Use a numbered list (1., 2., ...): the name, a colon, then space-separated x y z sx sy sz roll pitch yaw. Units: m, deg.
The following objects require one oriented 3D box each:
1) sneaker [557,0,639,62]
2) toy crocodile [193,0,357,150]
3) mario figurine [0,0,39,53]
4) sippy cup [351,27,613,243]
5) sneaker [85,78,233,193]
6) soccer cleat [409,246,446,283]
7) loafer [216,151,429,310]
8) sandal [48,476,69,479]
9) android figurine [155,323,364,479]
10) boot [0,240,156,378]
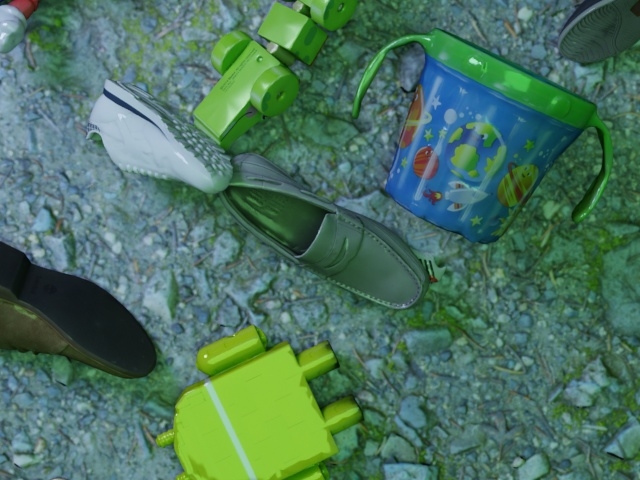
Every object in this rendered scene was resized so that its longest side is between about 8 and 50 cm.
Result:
1. sneaker: 0.412 -0.335 1.590 0.222 0.118 0.083 -37 118 27
2. toy crocodile: -0.041 -0.262 1.548 0.115 0.105 0.340 38 94 30
3. mario figurine: -0.401 -0.366 1.469 0.320 0.170 0.198 -27 131 6
4. sippy cup: 0.202 -0.125 1.524 0.305 0.240 0.224 33 106 32
5. sneaker: -0.208 -0.116 1.521 0.235 0.090 0.095 38 103 29
6. soccer cleat: 0.137 0.024 1.619 0.083 0.029 0.035 42 82 -10
7. loafer: 0.000 0.000 1.555 0.319 0.111 0.112 30 111 -4
8. sandal: -0.378 0.445 1.590 0.088 0.079 0.240 19 93 -6
9. android figurine: -0.086 0.247 1.606 0.273 0.056 0.248 -27 97 -2
10. boot: -0.364 0.109 1.570 0.305 0.112 0.115 30 122 -10
